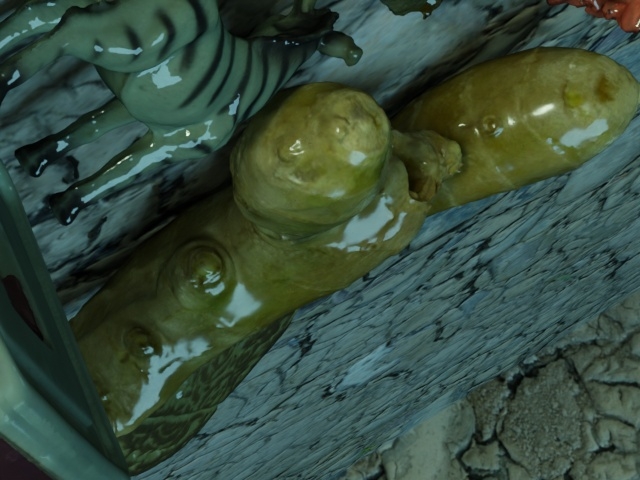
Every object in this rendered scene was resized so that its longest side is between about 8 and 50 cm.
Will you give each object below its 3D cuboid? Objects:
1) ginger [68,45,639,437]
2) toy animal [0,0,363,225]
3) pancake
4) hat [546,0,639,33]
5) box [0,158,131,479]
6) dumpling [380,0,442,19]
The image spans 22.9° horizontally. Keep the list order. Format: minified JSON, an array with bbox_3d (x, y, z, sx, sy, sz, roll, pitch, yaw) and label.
[{"bbox_3d":[0.000,-0.017,1.019,0.348,0.122,0.363,-32,178,37],"label":"ginger"},{"bbox_3d":[-0.068,-0.086,0.723,0.176,0.073,0.217,-37,161,-5],"label":"toy animal"},{"bbox_3d":[-0.086,0.085,1.202,0.250,0.031,0.250,-42,160,-19],"label":"pancake"},{"bbox_3d":[0.154,-0.204,0.604,0.286,0.107,0.236,-62,161,-15],"label":"hat"},{"bbox_3d":[-0.198,0.038,0.634,0.168,0.193,0.294,-25,165,-5],"label":"box"},{"bbox_3d":[0.079,-0.171,0.720,0.166,0.086,0.332,-32,170,9],"label":"dumpling"}]
